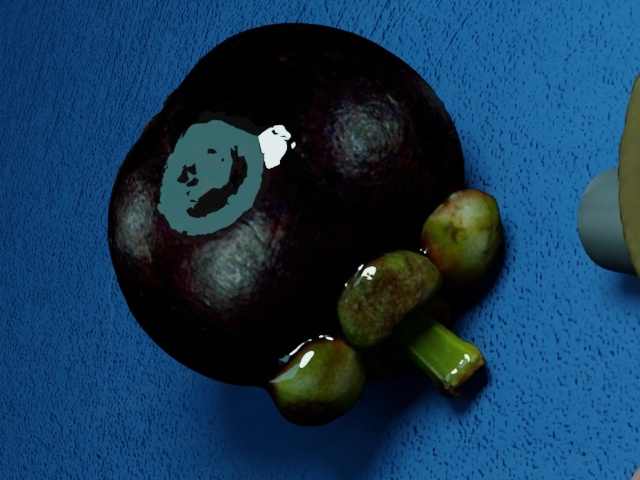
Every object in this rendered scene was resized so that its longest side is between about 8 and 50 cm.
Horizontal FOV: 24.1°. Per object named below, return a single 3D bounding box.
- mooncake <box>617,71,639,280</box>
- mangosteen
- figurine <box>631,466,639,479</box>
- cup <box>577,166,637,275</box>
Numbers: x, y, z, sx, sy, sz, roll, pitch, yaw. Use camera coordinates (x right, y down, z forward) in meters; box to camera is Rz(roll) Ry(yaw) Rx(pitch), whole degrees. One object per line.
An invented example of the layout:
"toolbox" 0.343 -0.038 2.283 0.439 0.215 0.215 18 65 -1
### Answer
"mooncake" 0.306 -0.038 0.758 0.284 0.155 0.284 -26 53 40
"mangosteen" 0.000 0.000 1.088 0.302 0.275 0.275 42 110 15
"figurine" 0.202 0.174 0.817 0.157 0.114 0.126 -42 28 34
"cup" 0.213 0.000 0.938 0.077 0.078 0.100 4 106 58
